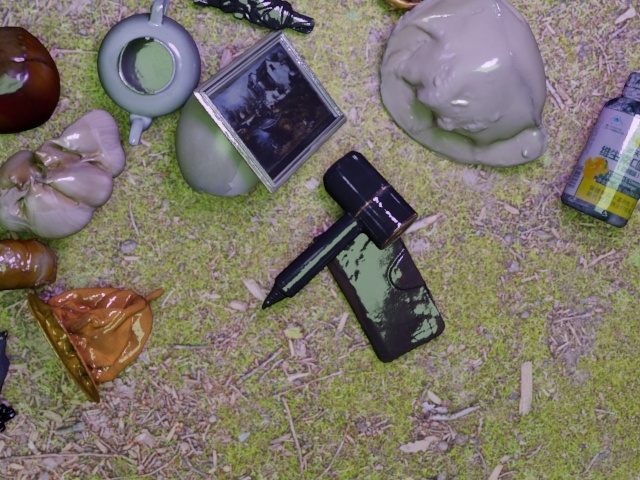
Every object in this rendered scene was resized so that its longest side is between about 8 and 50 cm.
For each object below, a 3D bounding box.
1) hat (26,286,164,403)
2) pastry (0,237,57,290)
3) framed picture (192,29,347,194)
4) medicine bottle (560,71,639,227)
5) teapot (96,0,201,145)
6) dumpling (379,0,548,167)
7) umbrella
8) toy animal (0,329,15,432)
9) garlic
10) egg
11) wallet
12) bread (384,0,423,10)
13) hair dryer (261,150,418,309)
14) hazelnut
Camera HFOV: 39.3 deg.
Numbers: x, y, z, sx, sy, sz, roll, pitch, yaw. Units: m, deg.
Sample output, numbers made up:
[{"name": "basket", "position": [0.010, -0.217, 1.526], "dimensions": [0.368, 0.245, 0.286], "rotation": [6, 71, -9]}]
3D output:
[{"name": "hat", "position": [-0.412, 0.151, 1.769], "dimensions": [0.233, 0.244, 0.233], "rotation": [-32, 135, -27]}, {"name": "pastry", "position": [-0.611, 0.047, 1.679], "dimensions": [0.229, 0.218, 0.100], "rotation": [-1, 89, -44]}, {"name": "framed picture", "position": [-0.080, -0.250, 1.660], "dimensions": [0.019, 0.296, 0.232], "rotation": [-26, 107, 44]}, {"name": "medicine bottle", "position": [0.600, -0.181, 1.778], "dimensions": [0.141, 0.141, 0.293], "rotation": [22, 98, -9]}, {"name": "teapot", "position": [-0.320, -0.328, 1.675], "dimensions": [0.193, 0.129, 0.294], "rotation": [11, 100, -8]}, {"name": "dumpling", "position": [0.274, -0.301, 1.725], "dimensions": [0.316, 0.233, 0.395], "rotation": [-18, 121, 30]}, {"name": "umbrella", "position": [-0.123, -0.448, 1.706], "dimensions": [0.236, 0.059, 0.066], "rotation": [16, 116, -6]}, {"name": "toy animal", "position": [-0.676, 0.276, 1.770], "dimensions": [0.121, 0.117, 0.210], "rotation": [7, 102, 0]}, {"name": "garlic", "position": [-0.480, -0.106, 1.658], "dimensions": [0.281, 0.203, 0.184], "rotation": [-28, 90, 3]}, {"name": "egg", "position": [-0.182, -0.199, 1.682], "dimensions": [0.183, 0.183, 0.217], "rotation": [3, 111, -6]}, {"name": "wallet", "position": [0.126, 0.091, 1.840], "dimensions": [0.165, 0.042, 0.309], "rotation": [-28, 100, 4]}, {"name": "bread", "position": [0.200, -0.546, 1.681], "dimensions": [0.236, 0.120, 0.198], "rotation": [-21, 95, -2]}, {"name": "hair dryer", "position": [0.000, 0.000, 1.755], "dimensions": [0.352, 0.107, 0.189], "rotation": [-42, 79, 3]}, {"name": "hazelnut", "position": [-0.569, -0.284, 1.648], "dimensions": [0.208, 0.208, 0.208], "rotation": [-1, 101, -5]}]
